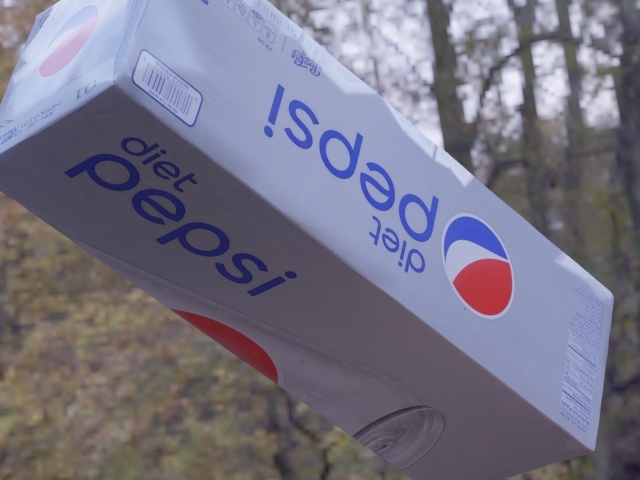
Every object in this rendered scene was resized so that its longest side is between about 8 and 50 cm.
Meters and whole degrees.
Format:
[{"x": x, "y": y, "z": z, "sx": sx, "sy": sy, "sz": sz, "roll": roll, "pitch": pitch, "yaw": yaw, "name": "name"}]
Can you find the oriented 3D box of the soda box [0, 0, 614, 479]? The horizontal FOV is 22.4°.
[{"x": 0.000, "y": 0.000, "z": 0.694, "sx": 0.098, "sy": 0.091, "sz": 0.286, "roll": -24, "pitch": -50, "yaw": 40, "name": "soda box"}]
